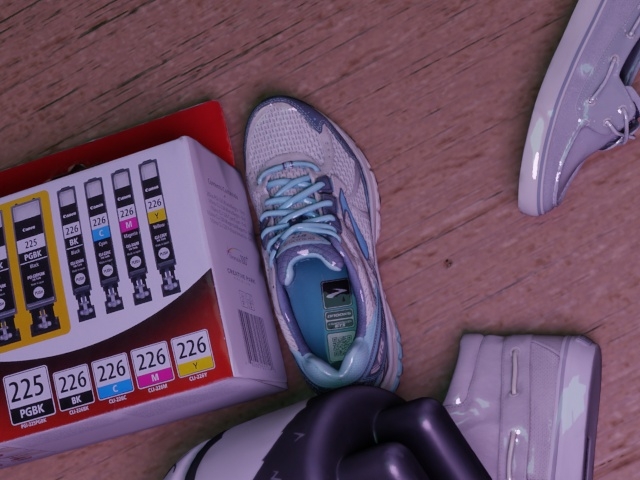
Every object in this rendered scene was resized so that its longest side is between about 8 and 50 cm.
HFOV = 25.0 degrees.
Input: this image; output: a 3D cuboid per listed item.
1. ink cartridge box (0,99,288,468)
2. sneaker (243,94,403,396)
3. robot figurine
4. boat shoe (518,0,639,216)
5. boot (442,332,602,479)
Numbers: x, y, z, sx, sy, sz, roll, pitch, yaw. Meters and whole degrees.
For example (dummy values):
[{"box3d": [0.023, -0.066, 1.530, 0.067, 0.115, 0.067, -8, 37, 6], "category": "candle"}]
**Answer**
[{"box3d": [-0.215, 0.031, 1.221, 0.309, 0.130, 0.271, -17, 74, 15], "category": "ink cartridge box"}, {"box3d": [0.000, 0.000, 1.195, 0.110, 0.122, 0.283, -20, 74, 8], "category": "sneaker"}, {"box3d": [-0.008, 0.207, 1.093, 0.278, 0.209, 0.173, -25, 64, 40], "category": "robot figurine"}, {"box3d": [0.230, -0.120, 1.191, 0.081, 0.079, 0.227, 19, 80, 20], "category": "boat shoe"}, {"box3d": [0.149, 0.198, 1.145, 0.123, 0.095, 0.258, 3, 71, 19], "category": "boot"}]
